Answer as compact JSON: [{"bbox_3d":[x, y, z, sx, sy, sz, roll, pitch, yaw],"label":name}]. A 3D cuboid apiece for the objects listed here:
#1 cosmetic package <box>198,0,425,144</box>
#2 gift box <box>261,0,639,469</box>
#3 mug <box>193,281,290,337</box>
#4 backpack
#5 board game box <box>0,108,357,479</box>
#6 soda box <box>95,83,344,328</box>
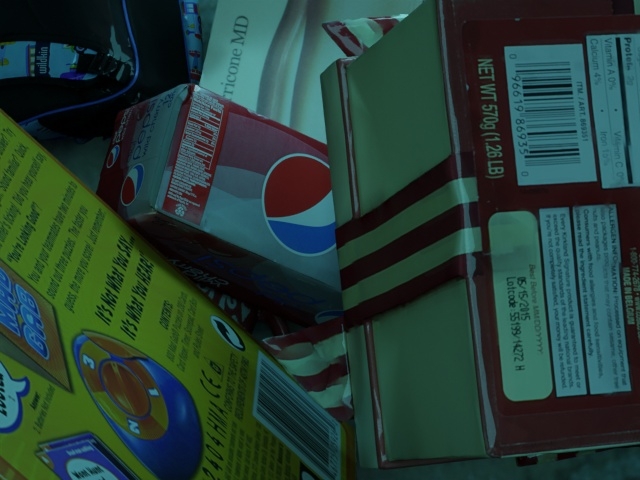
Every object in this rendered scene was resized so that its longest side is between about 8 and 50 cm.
[{"bbox_3d":[0.079,-0.092,1.239,0.296,0.129,0.153,9,79,4],"label":"cosmetic package"},{"bbox_3d":[0.117,-0.012,1.025,0.276,0.258,0.255,0,83,-12],"label":"gift box"},{"bbox_3d":[-0.083,0.073,1.228,0.150,0.113,0.169,28,72,-24],"label":"mug"},{"bbox_3d":[-0.175,-0.132,1.261,0.173,0.117,0.158,-16,75,24],"label":"backpack"},{"bbox_3d":[-0.227,0.167,0.968,0.356,0.356,0.356,43,104,-13],"label":"board game box"},{"bbox_3d":[0.000,0.000,1.173,0.263,0.092,0.083,24,69,-28],"label":"soda box"}]
